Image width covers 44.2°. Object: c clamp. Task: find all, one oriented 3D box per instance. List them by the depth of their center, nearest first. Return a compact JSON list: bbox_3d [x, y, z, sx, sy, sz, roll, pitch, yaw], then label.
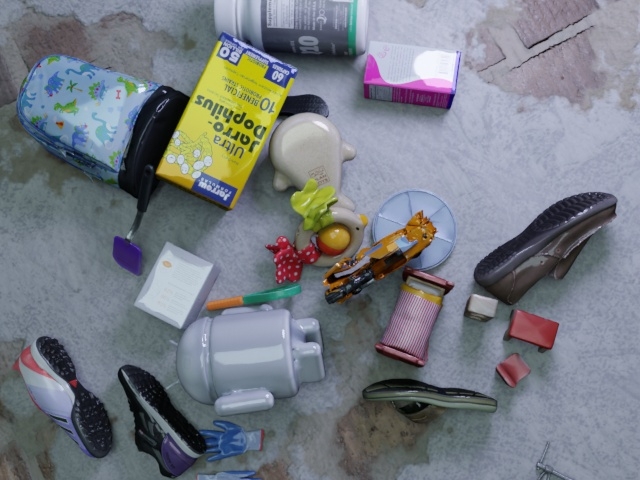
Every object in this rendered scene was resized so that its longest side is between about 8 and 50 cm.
[{"bbox_3d":[0.545,0.550,1.751,0.161,0.022,0.137,31,82,10],"label":"c clamp"}]

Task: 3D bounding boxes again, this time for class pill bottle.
[{"bbox_3d":[-0.064,-0.560,1.916,0.361,0.204,0.204,4,79,5],"label":"pill bottle"}]

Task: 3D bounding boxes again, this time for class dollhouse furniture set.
[{"bbox_3d":[0.328,0.214,1.764,0.374,0.152,0.201,18,81,7],"label":"dollhouse furniture set"}]

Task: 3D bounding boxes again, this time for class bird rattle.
[{"bbox_3d":[0.000,0.000,1.823,0.207,0.143,0.253,10,115,-22],"label":"bird rattle"}]

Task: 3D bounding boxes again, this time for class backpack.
[{"bbox_3d":[-0.544,-0.298,1.895,0.356,0.273,0.290,24,87,20],"label":"backpack"}]

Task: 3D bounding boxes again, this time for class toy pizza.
[{"bbox_3d":[0.225,-0.024,1.880,0.202,0.032,0.201,-1,80,3],"label":"toy pizza"}]

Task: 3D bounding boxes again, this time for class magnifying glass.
[{"bbox_3d":[-0.157,0.134,1.856,0.231,0.092,0.026,-13,93,12],"label":"magnifying glass"}]

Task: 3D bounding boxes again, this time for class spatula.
[{"bbox_3d":[-0.432,-0.049,1.850,0.084,0.030,0.296,27,116,12],"label":"spatula"}]

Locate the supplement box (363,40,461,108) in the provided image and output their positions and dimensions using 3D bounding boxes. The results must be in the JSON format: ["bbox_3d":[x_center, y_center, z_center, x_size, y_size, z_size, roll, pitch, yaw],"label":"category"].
[{"bbox_3d":[0.219,-0.401,1.913,0.220,0.114,0.111,9,81,4],"label":"supplement box"}]

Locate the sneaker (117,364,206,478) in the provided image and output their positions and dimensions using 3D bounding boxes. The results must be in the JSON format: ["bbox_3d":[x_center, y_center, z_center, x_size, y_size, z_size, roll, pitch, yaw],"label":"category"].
[{"bbox_3d":[-0.397,0.417,1.804,0.124,0.107,0.283,-46,72,10],"label":"sneaker"}]

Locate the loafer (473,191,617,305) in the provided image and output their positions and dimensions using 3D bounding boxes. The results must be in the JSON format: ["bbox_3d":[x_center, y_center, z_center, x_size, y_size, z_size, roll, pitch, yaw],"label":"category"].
[{"bbox_3d":[0.530,0.020,1.818,0.366,0.134,0.130,-34,105,6],"label":"loafer"}]

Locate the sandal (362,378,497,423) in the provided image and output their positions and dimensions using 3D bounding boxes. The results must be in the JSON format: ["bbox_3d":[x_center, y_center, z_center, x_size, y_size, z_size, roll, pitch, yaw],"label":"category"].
[{"bbox_3d":[0.242,0.370,1.764,0.303,0.120,0.086,8,94,5],"label":"sandal"}]

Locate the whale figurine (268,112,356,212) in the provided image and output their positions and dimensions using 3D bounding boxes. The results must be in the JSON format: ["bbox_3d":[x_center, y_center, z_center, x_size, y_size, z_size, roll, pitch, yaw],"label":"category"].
[{"bbox_3d":[-0.015,-0.174,1.893,0.216,0.141,0.271,-27,103,-1],"label":"whale figurine"}]

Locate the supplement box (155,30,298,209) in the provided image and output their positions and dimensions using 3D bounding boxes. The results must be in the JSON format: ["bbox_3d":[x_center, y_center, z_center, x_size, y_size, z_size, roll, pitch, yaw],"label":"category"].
[{"bbox_3d":[-0.222,-0.268,1.839,0.194,0.195,0.356,25,87,-10],"label":"supplement box"}]

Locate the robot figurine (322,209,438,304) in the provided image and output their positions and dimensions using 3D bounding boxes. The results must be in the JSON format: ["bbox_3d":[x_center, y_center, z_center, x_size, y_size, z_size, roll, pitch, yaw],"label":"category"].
[{"bbox_3d":[0.125,0.043,1.764,0.291,0.211,0.085,-33,89,13],"label":"robot figurine"}]

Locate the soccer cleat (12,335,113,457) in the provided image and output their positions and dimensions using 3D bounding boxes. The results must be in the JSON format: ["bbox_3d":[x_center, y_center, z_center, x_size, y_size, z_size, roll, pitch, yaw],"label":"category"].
[{"bbox_3d":[-0.599,0.379,1.834,0.116,0.109,0.318,-38,80,17],"label":"soccer cleat"}]

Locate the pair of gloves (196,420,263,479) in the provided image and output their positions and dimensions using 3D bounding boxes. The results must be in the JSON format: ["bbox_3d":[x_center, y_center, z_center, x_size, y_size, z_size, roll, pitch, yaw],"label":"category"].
[{"bbox_3d":[-0.209,0.516,1.810,0.160,0.023,0.198,0,78,4],"label":"pair of gloves"}]

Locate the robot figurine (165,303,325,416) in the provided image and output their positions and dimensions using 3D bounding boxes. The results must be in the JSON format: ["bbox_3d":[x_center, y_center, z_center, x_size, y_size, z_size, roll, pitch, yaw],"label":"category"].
[{"bbox_3d":[-0.169,0.262,1.765,0.354,0.199,0.299,-6,39,3],"label":"robot figurine"}]

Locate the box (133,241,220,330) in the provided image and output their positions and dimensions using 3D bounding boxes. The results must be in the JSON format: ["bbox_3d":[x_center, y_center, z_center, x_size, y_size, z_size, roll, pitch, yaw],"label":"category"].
[{"bbox_3d":[-0.336,0.110,1.862,0.130,0.091,0.170,26,82,9],"label":"box"}]

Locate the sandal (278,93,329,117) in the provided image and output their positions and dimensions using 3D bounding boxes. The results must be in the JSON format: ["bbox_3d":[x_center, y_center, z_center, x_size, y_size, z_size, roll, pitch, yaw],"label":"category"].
[{"bbox_3d":[-0.059,-0.329,1.960,0.179,0.040,0.067,10,74,20],"label":"sandal"}]
